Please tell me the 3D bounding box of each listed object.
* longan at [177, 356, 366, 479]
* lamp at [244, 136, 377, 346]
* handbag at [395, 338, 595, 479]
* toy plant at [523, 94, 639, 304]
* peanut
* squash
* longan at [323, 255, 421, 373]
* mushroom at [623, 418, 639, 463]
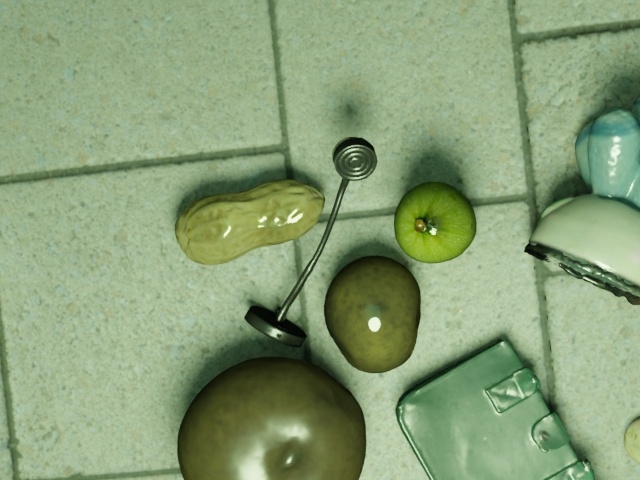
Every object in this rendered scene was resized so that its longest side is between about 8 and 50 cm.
[{"bbox_3d":[-0.071,0.319,1.415,0.297,0.297,0.297,0,90,4],"label":"longan"},{"bbox_3d":[0.001,0.022,1.424,0.130,0.108,0.371,26,117,-18],"label":"lamp"},{"bbox_3d":[0.285,0.348,1.460,0.238,0.089,0.326,-30,78,0],"label":"handbag"},{"bbox_3d":[0.481,-0.086,1.400,0.247,0.247,0.332,23,90,4],"label":"toy plant"},{"bbox_3d":[-0.117,-0.033,1.493,0.257,0.123,0.123,-15,89,7],"label":"peanut"},{"bbox_3d":[0.179,-0.025,1.408,0.133,0.247,0.132,0,91,6],"label":"squash"},{"bbox_3d":[0.086,0.118,1.454,0.167,0.167,0.187,-16,82,4],"label":"longan"},{"bbox_3d":[0.534,0.329,1.471,0.084,0.083,0.067,-2,131,4],"label":"mushroom"}]
